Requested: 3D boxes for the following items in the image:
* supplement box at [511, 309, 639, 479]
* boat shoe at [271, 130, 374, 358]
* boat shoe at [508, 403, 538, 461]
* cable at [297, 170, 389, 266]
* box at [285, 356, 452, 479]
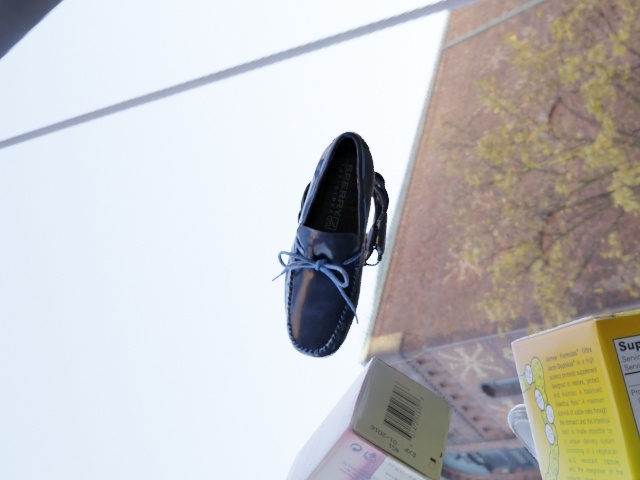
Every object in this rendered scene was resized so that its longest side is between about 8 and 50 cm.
[{"bbox_3d":[0.355,0.250,0.742,0.194,0.195,0.357,-7,-104,-12],"label":"supplement box"},{"bbox_3d":[0.000,0.000,0.823,0.089,0.109,0.258,58,-144,-77],"label":"boat shoe"},{"bbox_3d":[0.321,0.290,0.974,0.184,0.066,0.063,41,-144,24],"label":"boat shoe"},{"bbox_3d":[0.038,-0.046,1.214,0.047,0.150,0.185,-73,-13,-85],"label":"cable"},{"bbox_3d":[0.050,0.294,0.955,0.126,0.232,0.149,32,-149,-1],"label":"box"}]
